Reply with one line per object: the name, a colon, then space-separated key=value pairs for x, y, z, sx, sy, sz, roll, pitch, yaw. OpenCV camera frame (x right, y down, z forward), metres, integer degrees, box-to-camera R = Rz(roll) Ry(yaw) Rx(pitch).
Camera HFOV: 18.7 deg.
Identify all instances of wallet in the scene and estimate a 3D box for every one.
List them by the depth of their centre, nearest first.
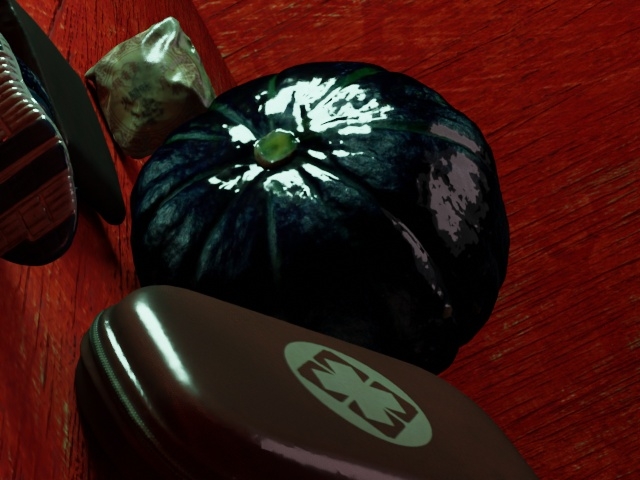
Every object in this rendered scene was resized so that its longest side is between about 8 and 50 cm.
wallet: x=-0.239 y=-0.117 z=1.750 sx=0.182 sy=0.049 sz=0.229 roll=65 pitch=4 yaw=19

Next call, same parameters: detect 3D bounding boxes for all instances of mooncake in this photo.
mooncake: x=-0.182 y=-0.163 z=2.112 sx=0.130 sy=0.125 sz=0.073 roll=61 pitch=9 yaw=11

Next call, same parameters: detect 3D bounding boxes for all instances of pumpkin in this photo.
pumpkin: x=0.000 y=0.000 z=1.843 sx=0.266 sy=0.363 sz=0.363 roll=72 pitch=-2 yaw=-45

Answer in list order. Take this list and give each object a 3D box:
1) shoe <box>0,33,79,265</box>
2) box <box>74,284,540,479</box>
shoe: x=-0.219 y=-0.063 z=1.404 sx=0.106 sy=0.091 sz=0.207 roll=48 pitch=12 yaw=-53
box: x=0.004 y=0.158 z=1.485 sx=0.404 sy=0.108 sz=0.263 roll=20 pitch=19 yaw=-35
